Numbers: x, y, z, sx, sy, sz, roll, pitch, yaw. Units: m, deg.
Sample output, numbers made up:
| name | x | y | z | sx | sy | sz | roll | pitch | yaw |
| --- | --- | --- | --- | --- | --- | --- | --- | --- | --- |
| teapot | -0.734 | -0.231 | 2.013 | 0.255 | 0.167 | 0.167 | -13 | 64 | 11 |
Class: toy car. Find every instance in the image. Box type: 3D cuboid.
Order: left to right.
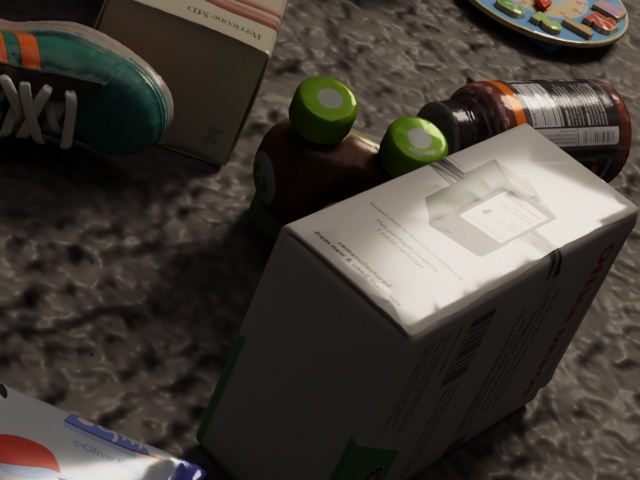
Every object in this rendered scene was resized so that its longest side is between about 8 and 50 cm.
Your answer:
| name | x | y | z | sx | sy | sz | roll | pitch | yaw |
| --- | --- | --- | --- | --- | --- | --- | --- | --- | --- |
| toy car | 0.000 | 0.000 | 1.287 | 0.149 | 0.155 | 0.188 | 24 | 49 | -1 |

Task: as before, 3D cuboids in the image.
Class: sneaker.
| name | x | y | z | sx | sy | sz | roll | pitch | yaw |
| --- | --- | --- | --- | --- | --- | --- | --- | --- | --- |
| sneaker | -0.271 | -0.119 | 1.310 | 0.302 | 0.108 | 0.121 | 18 | 37 | 4 |

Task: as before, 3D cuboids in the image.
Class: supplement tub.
| name | x | y | z | sx | sy | sz | roll | pitch | yaw |
| --- | --- | --- | --- | --- | --- | --- | --- | --- | --- |
| supplement tub | 0.182 | -0.095 | 1.525 | 0.198 | 0.106 | 0.106 | -5 | 46 | -32 |

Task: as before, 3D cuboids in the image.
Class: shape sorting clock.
| name | x | y | z | sx | sy | sz | roll | pitch | yaw |
| --- | --- | --- | --- | --- | --- | --- | --- | --- | --- |
| shape sorting clock | 0.242 | -0.274 | 1.829 | 0.206 | 0.040 | 0.206 | 16 | 38 | -12 |

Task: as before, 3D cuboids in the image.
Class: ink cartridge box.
| name | x | y | z | sx | sy | sz | roll | pitch | yaw |
| --- | --- | --- | --- | --- | --- | --- | --- | --- | --- |
| ink cartridge box | 0.073 | 0.060 | 1.192 | 0.121 | 0.211 | 0.289 | 41 | 39 | 22 |

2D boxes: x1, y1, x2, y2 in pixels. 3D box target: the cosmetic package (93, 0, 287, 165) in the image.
| name | x | y | z | sx | sy | sz | roll | pitch | yaw |
| --- | --- | --- | --- | --- | --- | --- | --- | --- | --- |
| cosmetic package | -0.109 | -0.218 | 1.491 | 0.153 | 0.129 | 0.296 | 20 | 38 | -8 |

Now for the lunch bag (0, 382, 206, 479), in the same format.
| name | x | y | z | sx | sy | sz | roll | pitch | yaw |
| --- | --- | --- | --- | --- | --- | --- | --- | --- | --- |
| lunch bag | -0.266 | 0.230 | 0.780 | 0.327 | 0.239 | 0.385 | 22 | 30 | -6 |
